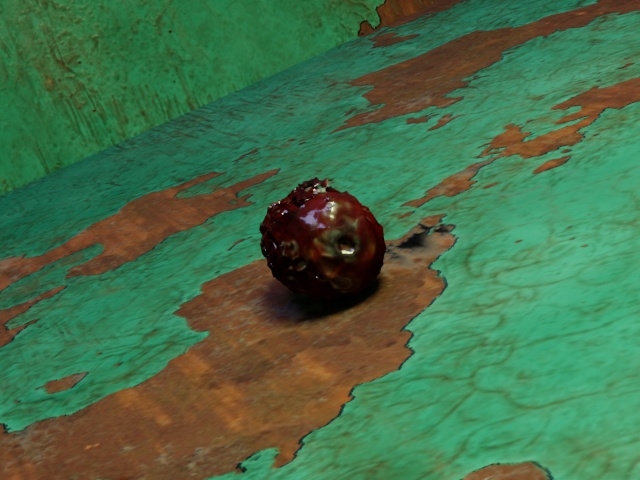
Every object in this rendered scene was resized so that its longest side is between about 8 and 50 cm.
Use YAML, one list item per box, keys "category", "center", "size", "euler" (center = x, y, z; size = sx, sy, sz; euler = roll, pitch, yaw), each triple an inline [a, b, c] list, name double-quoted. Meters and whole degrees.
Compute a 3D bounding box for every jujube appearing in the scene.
- category: "jujube"
  center: [-0.001, 0.004, 1.247]
  size: [0.104, 0.104, 0.166]
  euler: [-25, 4, -11]
